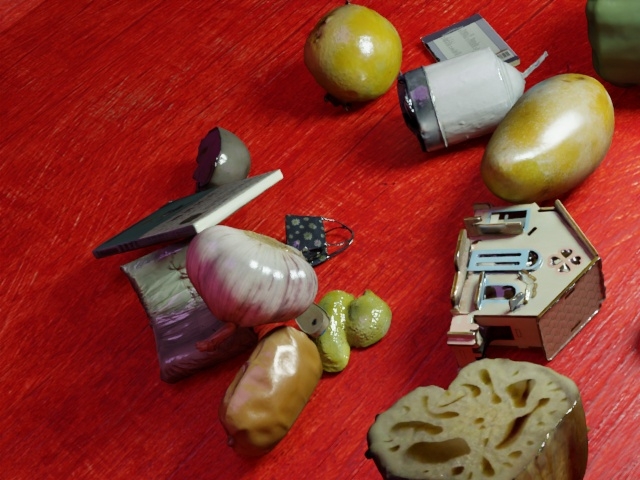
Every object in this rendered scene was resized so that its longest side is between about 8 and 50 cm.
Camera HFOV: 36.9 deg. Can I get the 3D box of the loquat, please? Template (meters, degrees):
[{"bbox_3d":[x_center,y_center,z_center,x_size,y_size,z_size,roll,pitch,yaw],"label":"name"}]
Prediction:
[{"bbox_3d":[0.073,-0.423,2.226,0.243,0.244,0.244,-12,44,12],"label":"loquat"}]

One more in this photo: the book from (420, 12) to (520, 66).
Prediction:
[{"bbox_3d":[0.350,-0.446,2.262,0.157,0.026,0.231,-23,44,-2],"label":"book"}]

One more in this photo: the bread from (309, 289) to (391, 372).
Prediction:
[{"bbox_3d":[0.049,0.157,1.777,0.149,0.065,0.188,6,49,22],"label":"bread"}]

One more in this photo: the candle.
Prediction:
[{"bbox_3d":[0.332,-0.312,2.021,0.330,0.187,0.187,-17,43,7],"label":"candle"}]

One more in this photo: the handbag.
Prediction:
[{"bbox_3d":[0.000,0.000,1.956,0.139,0.072,0.115,-6,43,0],"label":"handbag"}]

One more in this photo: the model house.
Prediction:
[{"bbox_3d":[0.361,0.069,1.648,0.244,0.169,0.326,1,48,22],"label":"model house"}]

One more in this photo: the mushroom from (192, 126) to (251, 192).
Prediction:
[{"bbox_3d":[-0.218,-0.175,2.179,0.117,0.141,0.188,11,28,-15],"label":"mushroom"}]

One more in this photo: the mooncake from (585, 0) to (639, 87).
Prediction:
[{"bbox_3d":[0.657,-0.484,1.926,0.194,0.356,0.356,8,52,26],"label":"mooncake"}]

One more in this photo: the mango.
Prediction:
[{"bbox_3d":[0.431,-0.186,1.824,0.221,0.199,0.384,-23,12,46],"label":"mango"}]

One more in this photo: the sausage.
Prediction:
[{"bbox_3d":[-0.090,0.264,1.675,0.120,0.136,0.241,-20,35,54],"label":"sausage"}]

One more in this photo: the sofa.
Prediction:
[{"bbox_3d":[-0.248,0.128,1.850,0.210,0.176,0.225,-22,43,2],"label":"sofa"}]

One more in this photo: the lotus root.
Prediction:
[{"bbox_3d":[0.240,0.324,1.415,0.316,0.250,0.316,-17,32,11],"label":"lotus root"}]

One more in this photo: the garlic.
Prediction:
[{"bbox_3d":[-0.148,0.102,1.716,0.245,0.245,0.253,40,107,44],"label":"garlic"}]

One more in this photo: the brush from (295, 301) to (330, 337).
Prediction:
[{"bbox_3d":[-0.056,0.103,1.844,0.070,0.065,0.327,-48,35,1],"label":"brush"}]

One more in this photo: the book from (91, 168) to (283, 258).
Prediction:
[{"bbox_3d":[-0.282,-0.051,1.999,0.379,0.031,0.264,-11,19,45],"label":"book"}]
